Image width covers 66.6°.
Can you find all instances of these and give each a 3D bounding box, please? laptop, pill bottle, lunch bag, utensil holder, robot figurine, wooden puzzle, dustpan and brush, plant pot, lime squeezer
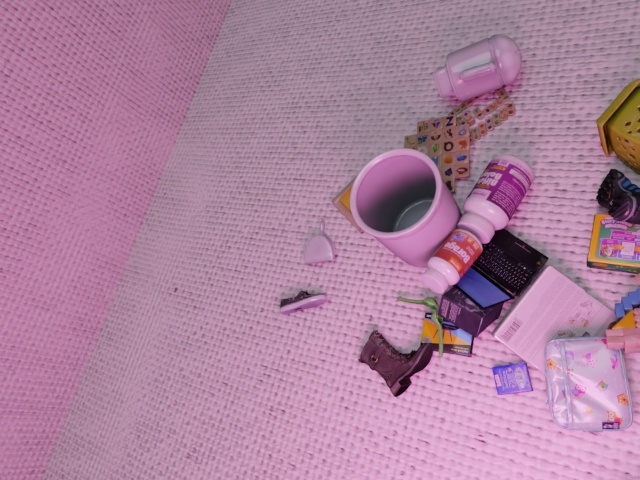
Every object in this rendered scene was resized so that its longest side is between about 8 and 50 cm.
[{"bbox_3d":[0.587,0.085,1.677,0.264,0.136,0.234,-54,43,10],"label":"laptop"},{"bbox_3d":[0.445,0.073,1.662,0.121,0.121,0.216,30,67,36],"label":"pill bottle"},{"bbox_3d":[0.778,0.426,1.440,0.224,0.108,0.279,-6,74,20],"label":"lunch bag"},{"bbox_3d":[0.331,-0.098,1.778,0.327,0.385,0.328,-12,64,25],"label":"utensil holder"},{"bbox_3d":[0.617,-0.145,1.737,0.169,0.169,0.302,26,75,35],"label":"pill bottle"},{"bbox_3d":[0.638,-0.687,1.944,0.353,0.200,0.300,-15,21,28],"label":"robot figurine"},{"bbox_3d":[0.181,-0.183,2.111,0.221,0.044,0.239,-45,54,7],"label":"wooden puzzle"},{"bbox_3d":[0.000,0.000,2.141,0.147,0.060,0.211,-9,73,26],"label":"dustpan and brush"},{"bbox_3d":[1.047,-0.368,1.577,0.228,0.227,0.207,-51,47,3],"label":"plant pot"},{"bbox_3d":[0.384,0.266,1.728,0.110,0.059,0.310,-30,40,-2],"label":"lime squeezer"}]

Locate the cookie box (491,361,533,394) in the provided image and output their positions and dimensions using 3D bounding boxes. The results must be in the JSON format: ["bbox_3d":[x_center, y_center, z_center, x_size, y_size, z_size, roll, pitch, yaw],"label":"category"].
[{"bbox_3d":[0.624,0.450,1.585,0.107,0.040,0.092,-16,63,24],"label":"cookie box"}]

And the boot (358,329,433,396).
[{"bbox_3d":[0.261,0.409,1.769,0.229,0.091,0.263,47,112,37],"label":"boot"}]

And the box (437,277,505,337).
[{"bbox_3d":[0.514,0.226,1.664,0.158,0.156,0.093,31,131,35],"label":"box"}]

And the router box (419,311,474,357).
[{"bbox_3d":[0.454,0.333,1.730,0.178,0.046,0.133,2,71,32],"label":"router box"}]

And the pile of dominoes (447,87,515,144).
[{"bbox_3d":[0.652,-0.525,1.981,0.251,0.040,0.196,-35,56,14],"label":"pile of dominoes"}]

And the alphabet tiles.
[{"bbox_3d":[0.472,-0.349,2.003,0.285,0.011,0.343,-5,72,34],"label":"alphabet tiles"}]

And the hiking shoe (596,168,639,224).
[{"bbox_3d":[0.971,-0.126,1.538,0.132,0.113,0.304,21,35,5],"label":"hiking shoe"}]

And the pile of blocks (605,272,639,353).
[{"bbox_3d":[0.948,0.189,1.395,0.362,0.113,0.149,-37,46,1],"label":"pile of blocks"}]

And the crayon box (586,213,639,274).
[{"bbox_3d":[1.000,0.018,1.521,0.278,0.081,0.165,9,74,33],"label":"crayon box"}]

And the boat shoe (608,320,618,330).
[{"bbox_3d":[0.961,0.259,1.451,0.178,0.060,0.064,-11,71,22],"label":"boat shoe"}]

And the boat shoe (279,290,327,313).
[{"bbox_3d":[-0.077,0.251,2.065,0.228,0.080,0.076,-23,61,29],"label":"boat shoe"}]

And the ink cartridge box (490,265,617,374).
[{"bbox_3d":[0.751,0.274,1.571,0.261,0.066,0.296,38,92,10],"label":"ink cartridge box"}]
